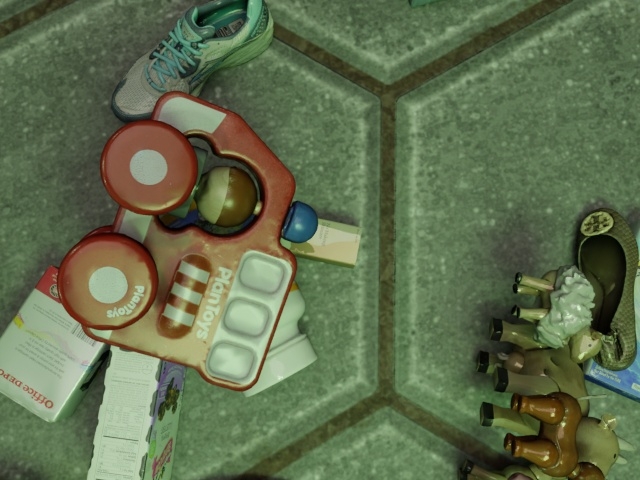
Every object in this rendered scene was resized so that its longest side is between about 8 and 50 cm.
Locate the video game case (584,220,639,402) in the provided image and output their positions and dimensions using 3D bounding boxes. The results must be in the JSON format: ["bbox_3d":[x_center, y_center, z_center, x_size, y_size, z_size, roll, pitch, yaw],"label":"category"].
[{"bbox_3d":[0.538,0.134,0.947,0.269,0.061,0.244,23,80,2],"label":"video game case"}]

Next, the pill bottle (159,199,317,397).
[{"bbox_3d":[-0.113,0.065,0.890,0.152,0.152,0.272,-28,83,-6],"label":"pill bottle"}]

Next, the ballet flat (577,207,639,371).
[{"bbox_3d":[0.396,0.058,0.916,0.058,0.084,0.250,29,58,-34],"label":"ballet flat"}]

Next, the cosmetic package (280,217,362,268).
[{"bbox_3d":[0.000,0.000,0.960,0.115,0.041,0.060,10,81,0],"label":"cosmetic package"}]

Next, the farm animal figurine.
[{"bbox_3d":[0.294,0.242,0.848,0.172,0.330,0.327,11,53,3],"label":"farm animal figurine"}]

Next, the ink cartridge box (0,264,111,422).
[{"bbox_3d":[-0.362,0.142,0.910,0.127,0.072,0.175,32,82,3],"label":"ink cartridge box"}]

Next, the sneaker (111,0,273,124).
[{"bbox_3d":[-0.196,-0.281,0.957,0.283,0.122,0.110,-40,84,-7],"label":"sneaker"}]

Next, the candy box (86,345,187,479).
[{"bbox_3d":[-0.233,0.236,0.853,0.070,0.165,0.196,7,82,1],"label":"candy box"}]

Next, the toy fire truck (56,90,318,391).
[{"bbox_3d":[-0.142,0.000,0.758,0.254,0.169,0.302,20,89,-16],"label":"toy fire truck"}]

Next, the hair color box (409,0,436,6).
[{"bbox_3d":[0.297,-0.513,1.013,0.374,0.113,0.185,-16,82,-5],"label":"hair color box"}]
